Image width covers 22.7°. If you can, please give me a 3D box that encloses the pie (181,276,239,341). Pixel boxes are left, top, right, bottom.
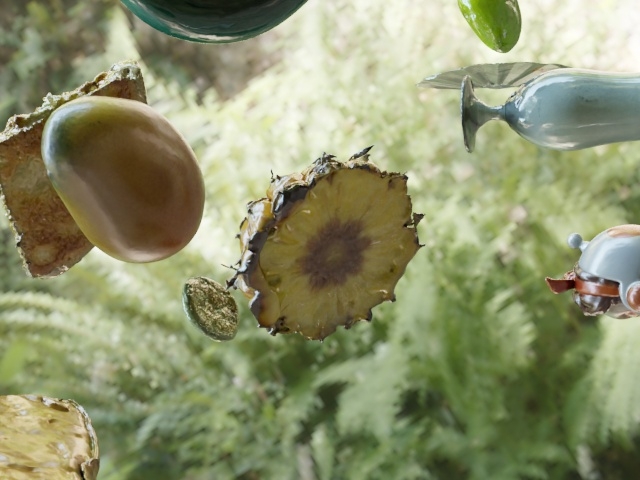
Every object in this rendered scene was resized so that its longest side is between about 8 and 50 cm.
[{"bbox_3d":[-0.122,0.074,1.738,0.021,0.084,0.084,-37,-12,31],"label":"pie"}]

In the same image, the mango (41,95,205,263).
[{"bbox_3d":[-0.209,-0.072,1.712,0.120,0.221,0.151,19,57,45],"label":"mango"}]

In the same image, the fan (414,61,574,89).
[{"bbox_3d":[0.251,-0.228,2.225,0.240,0.009,0.131,-3,-13,1],"label":"fan"}]

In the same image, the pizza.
[{"bbox_3d":[-0.355,-0.107,2.163,0.226,0.086,0.335,20,-81,-28],"label":"pizza"}]

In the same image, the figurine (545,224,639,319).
[{"bbox_3d":[0.380,0.043,1.846,0.226,0.160,0.183,-3,25,24],"label":"figurine"}]

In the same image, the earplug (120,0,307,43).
[{"bbox_3d":[-0.140,-0.321,1.445,0.164,0.257,0.280,-49,-30,-42],"label":"earplug"}]

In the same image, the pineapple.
[{"bbox_3d":[0.000,0.000,1.557,0.225,0.076,0.224,-18,-53,-27],"label":"pineapple"}]

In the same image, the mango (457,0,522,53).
[{"bbox_3d":[0.209,-0.279,1.936,0.073,0.108,0.056,-18,0,-36],"label":"mango"}]

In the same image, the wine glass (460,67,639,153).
[{"bbox_3d":[0.260,-0.144,1.750,0.202,0.093,0.093,-3,-5,14],"label":"wine glass"}]

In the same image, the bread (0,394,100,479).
[{"bbox_3d":[-0.199,0.169,0.856,0.158,0.143,0.149,14,-75,-24],"label":"bread"}]
